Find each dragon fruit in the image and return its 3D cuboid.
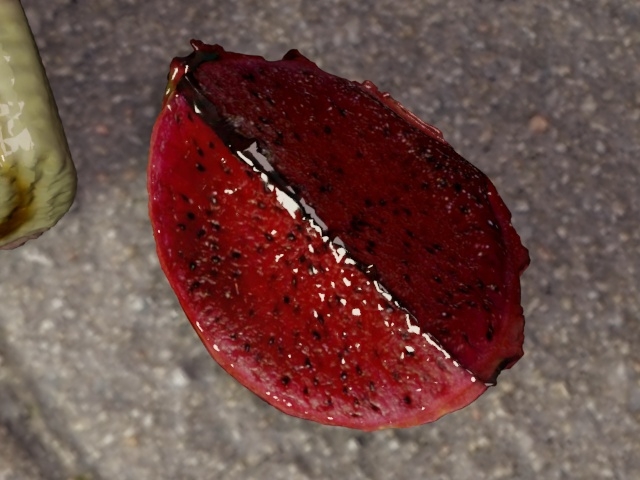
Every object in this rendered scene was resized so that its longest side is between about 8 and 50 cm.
[{"bbox_3d":[0.000,0.000,0.904,0.189,0.163,0.262,-44,83,10],"label":"dragon fruit"}]

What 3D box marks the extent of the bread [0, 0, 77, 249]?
[{"bbox_3d":[-0.276,-0.147,0.875,0.187,0.155,0.338,-18,77,-24],"label":"bread"}]
